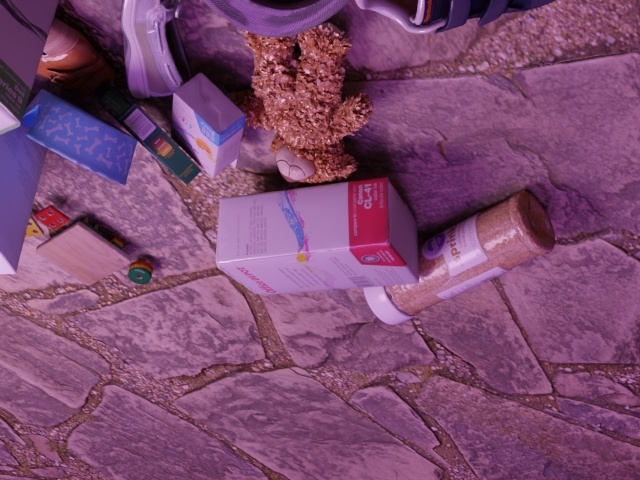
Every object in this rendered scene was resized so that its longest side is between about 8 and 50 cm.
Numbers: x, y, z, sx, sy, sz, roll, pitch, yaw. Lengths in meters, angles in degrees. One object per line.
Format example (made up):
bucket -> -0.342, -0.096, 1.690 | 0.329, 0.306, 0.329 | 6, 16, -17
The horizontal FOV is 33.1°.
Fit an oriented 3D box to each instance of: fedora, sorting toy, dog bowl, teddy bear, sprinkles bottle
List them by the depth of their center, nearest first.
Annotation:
fedora -> -0.044, -0.419, 1.427 | 0.243, 0.124, 0.275 | 28, 128, -16
dog bowl -> -0.379, -0.168, 1.690 | 0.166, 0.297, 0.074 | 28, 92, -27
teddy bear -> -0.033, -0.210, 1.695 | 0.245, 0.113, 0.338 | 14, 139, -6
sprinkles bottle -> 0.244, 0.036, 1.939 | 0.355, 0.121, 0.121 | -29, 129, 34
sorting toy -> -0.456, 0.010, 2.058 | 0.132, 0.046, 0.274 | -27, 130, 33

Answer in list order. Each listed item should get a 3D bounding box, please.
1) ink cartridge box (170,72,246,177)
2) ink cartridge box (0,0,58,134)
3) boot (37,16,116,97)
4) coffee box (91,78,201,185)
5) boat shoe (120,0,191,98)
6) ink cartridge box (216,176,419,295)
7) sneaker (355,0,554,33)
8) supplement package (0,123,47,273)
ink cartridge box -> -0.183, -0.174, 1.729 | 0.104, 0.061, 0.181 | 44, 157, 11
ink cartridge box -> -0.511, -0.272, 1.550 | 0.211, 0.289, 0.121 | -17, 137, 26
boot -> -0.436, -0.275, 1.706 | 0.197, 0.073, 0.152 | -9, 149, 33
coffee box -> -0.277, -0.171, 1.726 | 0.040, 0.113, 0.184 | -47, 136, -4
boat shoe -> -0.239, -0.327, 1.587 | 0.103, 0.118, 0.320 | 1, 145, -7
ink cartridge box -> 0.000, 0.000, 1.867 | 0.306, 0.131, 0.226 | -4, 161, 16
sneaker -> 0.192, -0.349, 1.491 | 0.321, 0.128, 0.126 | 3, 138, 1
supplement package -> -0.595, -0.104, 1.757 | 0.198, 0.263, 0.199 | -1, 148, 9
